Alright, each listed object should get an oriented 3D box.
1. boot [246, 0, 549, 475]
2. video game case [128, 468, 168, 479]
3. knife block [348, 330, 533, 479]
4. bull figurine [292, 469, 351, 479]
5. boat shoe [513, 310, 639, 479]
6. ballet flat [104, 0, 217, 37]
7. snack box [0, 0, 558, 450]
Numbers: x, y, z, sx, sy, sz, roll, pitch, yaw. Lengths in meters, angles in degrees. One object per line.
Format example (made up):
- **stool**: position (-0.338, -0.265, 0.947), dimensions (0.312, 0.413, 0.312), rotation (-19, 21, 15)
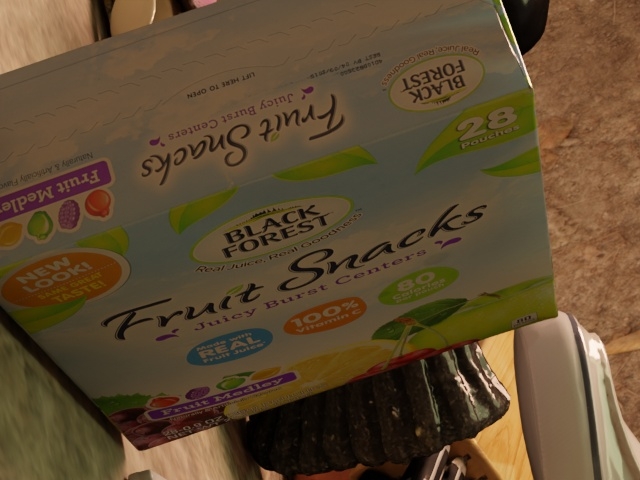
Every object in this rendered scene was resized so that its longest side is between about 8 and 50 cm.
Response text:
- **boot**: position (0.041, -0.013, 1.010), dimensions (0.348, 0.131, 0.260), rotation (156, -78, -66)
- **video game case**: position (-0.051, 0.142, 0.761), dimensions (0.122, 0.011, 0.087), rotation (63, 13, -74)
- **knife block**: position (0.077, 0.130, 1.179), dimensions (0.242, 0.088, 0.275), rotation (23, 44, -47)
- **bull figurine**: position (0.044, 0.159, 1.297), dimensions (0.188, 0.101, 0.310), rotation (34, 36, -32)
- **boat shoe**: position (0.149, 0.139, 0.861), dimensions (0.095, 0.084, 0.258), rotation (-99, 172, -63)
- **ballet flat**: position (-0.072, -0.068, 0.968), dimensions (0.079, 0.077, 0.221), rotation (33, 33, -57)
- **snack box**: position (-0.013, -0.007, 0.646), dimensions (0.207, 0.175, 0.070), rotation (66, 6, -66)
